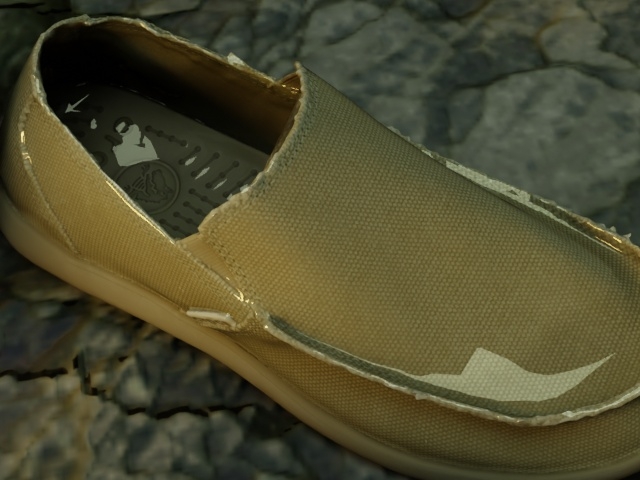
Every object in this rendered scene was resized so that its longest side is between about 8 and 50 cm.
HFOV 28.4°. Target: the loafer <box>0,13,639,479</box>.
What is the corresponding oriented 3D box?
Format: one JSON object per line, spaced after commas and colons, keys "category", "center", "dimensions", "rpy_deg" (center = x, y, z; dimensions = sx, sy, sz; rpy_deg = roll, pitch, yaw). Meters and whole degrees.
{"category": "loafer", "center": [0.000, 0.000, 0.424], "dimensions": [0.269, 0.092, 0.102], "rpy_deg": [19, 58, 14]}
